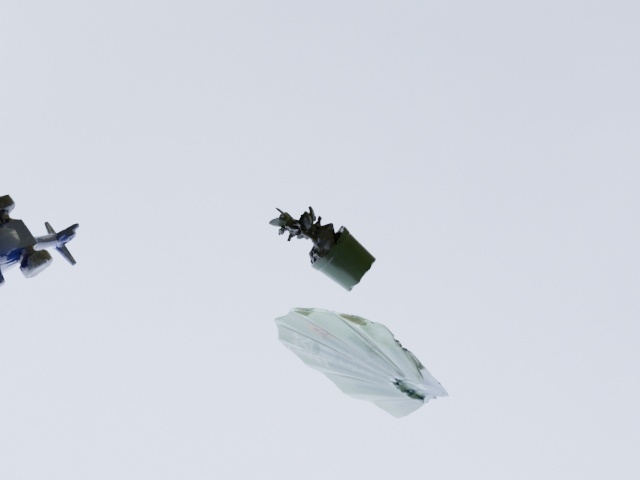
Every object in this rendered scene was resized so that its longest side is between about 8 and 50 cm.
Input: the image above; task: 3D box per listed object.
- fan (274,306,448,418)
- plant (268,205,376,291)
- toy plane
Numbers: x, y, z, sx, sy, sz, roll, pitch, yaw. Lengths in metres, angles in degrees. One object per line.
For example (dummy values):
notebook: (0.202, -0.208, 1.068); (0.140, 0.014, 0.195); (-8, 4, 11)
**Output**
fan: (0.028, 0.087, 1.303); (0.131, 0.240, 0.009); (22, -106, 13)
plant: (0.000, 0.000, 1.700); (0.102, 0.051, 0.051); (39, -145, -6)
toy plane: (-0.199, 0.006, 1.200); (0.054, 0.062, 0.167); (55, -159, 6)
